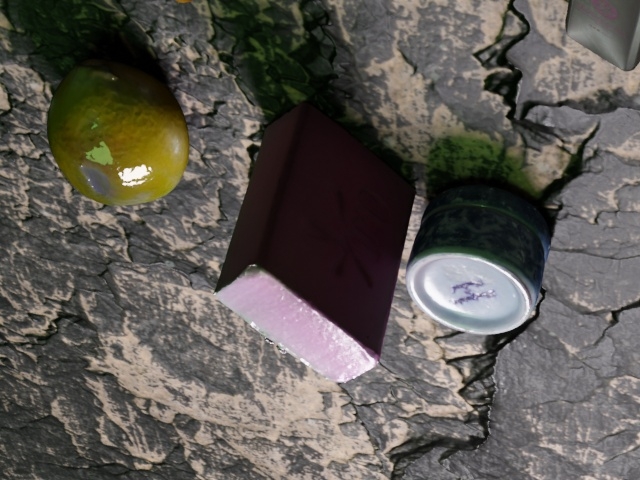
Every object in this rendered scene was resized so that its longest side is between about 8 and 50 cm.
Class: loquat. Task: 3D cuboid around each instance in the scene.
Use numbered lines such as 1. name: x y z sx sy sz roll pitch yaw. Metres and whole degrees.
1. loquat: -0.222 -0.119 1.976 0.152 0.152 0.195 2 132 22

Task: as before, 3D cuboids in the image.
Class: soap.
1. soap: 0.001 -0.001 1.929 0.181 0.259 0.081 39 133 -23

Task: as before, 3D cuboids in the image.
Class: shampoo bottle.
1. shampoo bottle: 0.271 -0.243 1.580 0.080 0.079 0.246 33 163 15

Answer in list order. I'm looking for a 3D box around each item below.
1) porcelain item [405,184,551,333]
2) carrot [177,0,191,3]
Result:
1. porcelain item: 0.174 0.018 1.989 0.147 0.114 0.147 13 142 11
2. carrot: -0.155 -0.313 1.790 0.037 0.037 0.190 3 137 21
